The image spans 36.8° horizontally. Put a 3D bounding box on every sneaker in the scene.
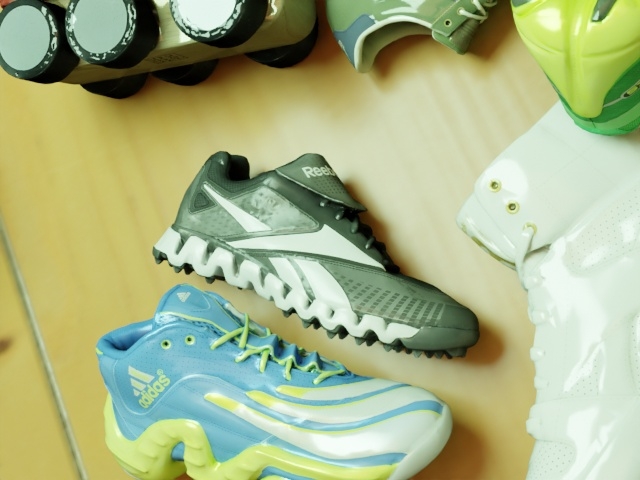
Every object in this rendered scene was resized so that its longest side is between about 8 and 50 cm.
[{"bbox_3d":[0.139,0.047,0.543,0.169,0.108,0.293,28,83,26],"label":"sneaker"},{"bbox_3d":[0.093,-0.162,0.618,0.192,0.064,0.086,-11,84,22],"label":"sneaker"},{"bbox_3d":[0.186,-0.182,0.537,0.109,0.124,0.296,18,62,31],"label":"sneaker"},{"bbox_3d":[0.000,0.000,0.619,0.234,0.078,0.106,20,92,27],"label":"sneaker"},{"bbox_3d":[-0.045,0.090,0.592,0.240,0.091,0.126,-8,115,23],"label":"sneaker"}]

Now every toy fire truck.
[{"bbox_3d":[-0.114,-0.238,0.686,0.216,0.158,0.247,-6,89,23],"label":"toy fire truck"}]
